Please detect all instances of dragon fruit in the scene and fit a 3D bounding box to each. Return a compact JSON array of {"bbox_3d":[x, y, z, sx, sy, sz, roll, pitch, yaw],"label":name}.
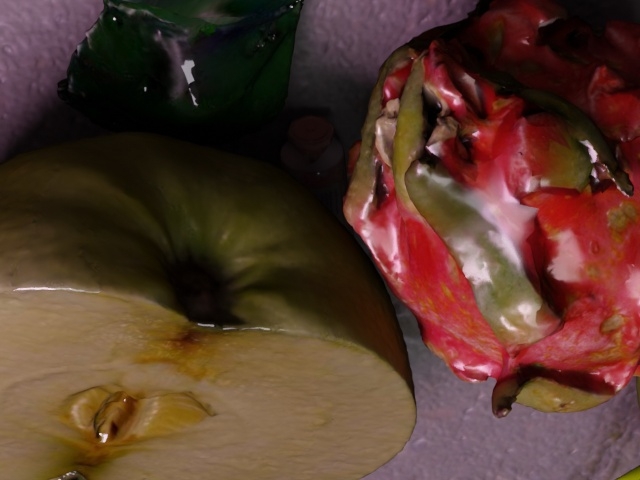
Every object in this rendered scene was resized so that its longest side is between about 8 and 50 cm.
[{"bbox_3d":[0.140,-0.027,1.207,0.303,0.231,0.237,33,100,-36],"label":"dragon fruit"}]

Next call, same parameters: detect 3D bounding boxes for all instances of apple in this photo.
[{"bbox_3d":[-0.119,0.079,1.253,0.311,0.320,0.360,48,145,5],"label":"apple"}]

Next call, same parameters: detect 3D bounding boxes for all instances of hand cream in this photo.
[{"bbox_3d":[0.000,0.000,1.368,0.067,0.043,0.209,0,135,3],"label":"hand cream"}]

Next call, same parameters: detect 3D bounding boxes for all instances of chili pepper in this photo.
[{"bbox_3d":[-0.069,-0.152,1.188,0.148,0.116,0.264,11,130,-12],"label":"chili pepper"}]

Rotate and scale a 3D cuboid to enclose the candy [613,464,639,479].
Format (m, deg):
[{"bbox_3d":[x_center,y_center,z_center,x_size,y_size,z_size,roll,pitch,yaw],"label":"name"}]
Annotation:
[{"bbox_3d":[0.300,0.148,1.326,0.149,0.069,0.246,32,124,-14],"label":"candy"}]

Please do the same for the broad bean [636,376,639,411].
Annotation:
[{"bbox_3d":[0.355,0.080,1.377,0.238,0.119,0.291,25,127,-17],"label":"broad bean"}]

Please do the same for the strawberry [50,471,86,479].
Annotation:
[{"bbox_3d":[-0.244,0.195,1.493,0.174,0.098,0.228,15,132,-11],"label":"strawberry"}]
